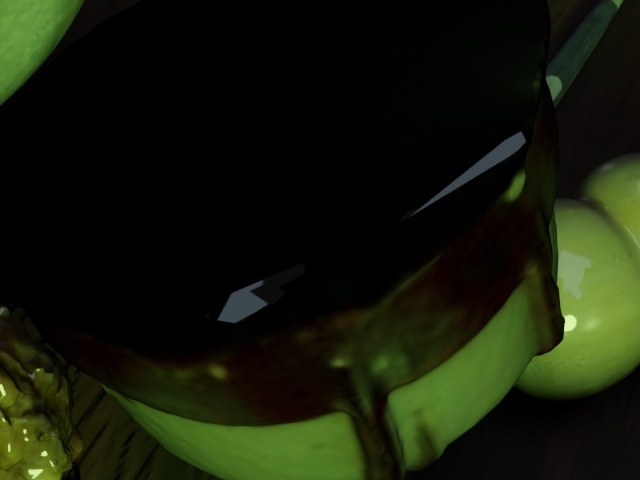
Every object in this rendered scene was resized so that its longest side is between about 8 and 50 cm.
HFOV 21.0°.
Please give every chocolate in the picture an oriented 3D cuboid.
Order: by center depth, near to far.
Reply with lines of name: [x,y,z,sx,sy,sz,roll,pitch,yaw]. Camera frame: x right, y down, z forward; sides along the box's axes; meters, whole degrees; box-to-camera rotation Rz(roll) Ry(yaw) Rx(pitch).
chocolate: [0.000,0.000,0.799,0.283,0.186,0.284,-17,36,13]

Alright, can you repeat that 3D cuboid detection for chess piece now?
chess piece: [0.193,-0.003,0.930,0.260,0.143,0.143,-23,63,-20]

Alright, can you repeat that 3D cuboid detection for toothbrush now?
toothbrush: [0.171,-0.135,1.075,0.024,0.026,0.288,30,54,12]

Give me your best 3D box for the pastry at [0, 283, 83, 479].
pastry: [-0.215,0.072,0.680,0.193,0.275,0.275,-36,70,-26]

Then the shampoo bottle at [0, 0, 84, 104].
shampoo bottle: [-0.251,-0.194,0.815,0.322,0.322,0.317,0,36,-15]
